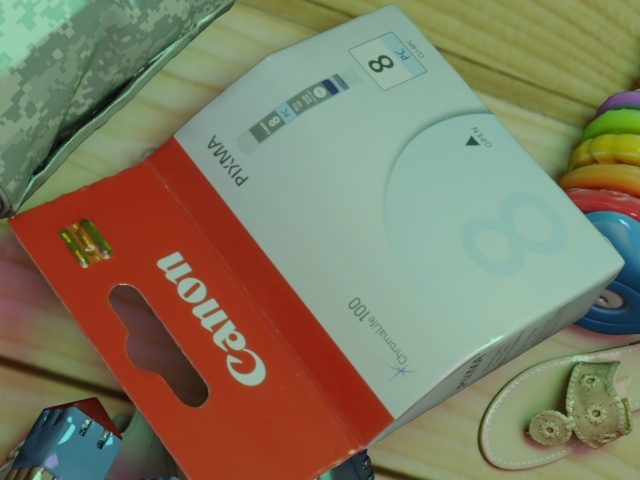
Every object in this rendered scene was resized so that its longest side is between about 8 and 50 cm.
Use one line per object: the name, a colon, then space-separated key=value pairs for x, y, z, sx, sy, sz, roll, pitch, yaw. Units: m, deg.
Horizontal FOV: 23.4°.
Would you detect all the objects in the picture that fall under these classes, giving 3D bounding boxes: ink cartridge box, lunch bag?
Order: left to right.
lunch bag: x=-0.236 y=-0.192 z=1.179 sx=0.256 sy=0.212 sz=0.305 roll=45 pitch=72 yaw=-3
ink cartridge box: x=0.000 y=0.000 z=1.211 sx=0.385 sy=0.091 sz=0.308 roll=-27 pitch=68 yaw=-31

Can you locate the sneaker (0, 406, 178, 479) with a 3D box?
sneaker: x=-0.233 y=0.202 z=1.210 sx=0.262 sy=0.099 sz=0.121 roll=-11 pitch=77 yaw=-32

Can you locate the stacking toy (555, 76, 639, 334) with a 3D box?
stacking toy: x=0.292 y=-0.076 z=1.395 sx=0.175 sy=0.165 sz=0.302 roll=35 pitch=63 yaw=-29

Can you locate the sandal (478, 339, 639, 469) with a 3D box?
sandal: x=0.259 y=0.138 z=1.386 sx=0.240 sy=0.079 sz=0.088 roll=-19 pitch=91 yaw=-19

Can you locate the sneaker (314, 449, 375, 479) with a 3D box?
sneaker: x=0.040 y=0.168 z=1.305 sx=0.163 sy=0.086 sz=0.226 roll=-41 pitch=97 yaw=-15

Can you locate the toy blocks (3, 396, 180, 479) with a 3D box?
toy blocks: x=-0.140 y=0.290 z=1.109 sx=0.381 sy=0.190 sz=0.261 roll=40 pitch=59 yaw=-25
